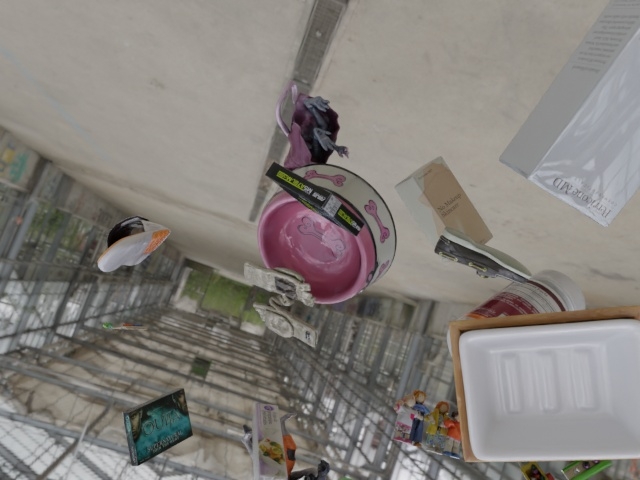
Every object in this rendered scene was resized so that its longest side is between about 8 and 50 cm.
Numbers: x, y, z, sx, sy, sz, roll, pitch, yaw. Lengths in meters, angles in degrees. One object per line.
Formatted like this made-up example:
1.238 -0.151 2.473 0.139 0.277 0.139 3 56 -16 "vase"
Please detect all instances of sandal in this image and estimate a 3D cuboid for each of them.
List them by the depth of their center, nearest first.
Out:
-0.363 -0.006 1.017 0.076 0.102 0.265 47 -178 -2 "sandal"

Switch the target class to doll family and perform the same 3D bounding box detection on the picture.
0.318 0.547 1.635 0.262 0.163 0.118 21 159 -12 "doll family"

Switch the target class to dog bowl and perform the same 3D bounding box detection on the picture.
0.000 0.000 1.517 0.407 0.408 0.150 16 -146 21 "dog bowl"

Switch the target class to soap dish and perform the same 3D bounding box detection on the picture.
0.364 0.227 0.859 0.290 0.229 0.118 -7 179 13 "soap dish"

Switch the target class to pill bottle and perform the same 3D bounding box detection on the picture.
0.584 0.248 1.586 0.392 0.224 0.224 -26 -164 -27 "pill bottle"

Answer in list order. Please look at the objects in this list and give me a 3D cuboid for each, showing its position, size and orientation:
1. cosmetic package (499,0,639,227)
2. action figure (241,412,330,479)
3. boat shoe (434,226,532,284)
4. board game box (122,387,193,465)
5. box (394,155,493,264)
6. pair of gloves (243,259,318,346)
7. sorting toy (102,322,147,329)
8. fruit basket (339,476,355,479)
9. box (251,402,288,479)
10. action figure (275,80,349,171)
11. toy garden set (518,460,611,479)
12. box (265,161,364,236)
0.609 -0.284 1.091 0.230 0.453 0.161 27 -162 -15 "cosmetic package"
-0.102 0.674 1.536 0.178 0.331 0.341 -14 173 19 "action figure"
0.382 0.048 1.268 0.227 0.069 0.081 28 -159 7 "boat shoe"
-0.390 0.445 1.300 0.026 0.126 0.186 -12 178 27 "board game box"
0.391 -0.093 1.715 0.311 0.148 0.121 55 156 -4 "box"
-0.096 0.158 1.393 0.204 0.042 0.240 15 131 26 "pair of gloves"
-0.433 0.189 1.186 0.062 0.012 0.083 -6 167 38 "sorting toy"
0.060 0.758 1.229 0.391 0.393 0.283 16 -166 21 "fruit basket"
-0.123 0.484 1.252 0.063 0.067 0.324 11 -173 -10 "box"
-0.065 -0.263 1.678 0.275 0.248 0.370 31 154 -5 "action figure"
0.559 0.496 1.353 0.049 0.203 0.244 56 -176 -45 "toy garden set"
-0.010 -0.093 1.230 0.184 0.045 0.190 30 177 32 "box"
